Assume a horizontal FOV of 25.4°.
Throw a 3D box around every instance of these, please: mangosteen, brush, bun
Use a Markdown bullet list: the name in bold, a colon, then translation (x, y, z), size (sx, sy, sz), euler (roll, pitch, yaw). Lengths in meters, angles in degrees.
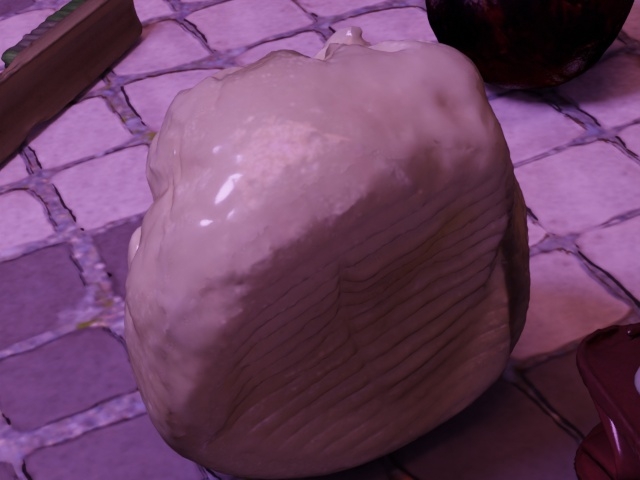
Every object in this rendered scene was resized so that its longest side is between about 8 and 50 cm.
- **mangosteen**: translation (0.148, -0.169, 0.949), size (0.152, 0.152, 0.152), euler (-5, 36, 3)
- **brush**: translation (-0.214, -0.103, 0.985), size (0.048, 0.054, 0.282), euler (3, 36, 28)
- **bun**: translation (0.000, 0.000, 0.661), size (0.229, 0.229, 0.145), euler (-23, 51, -21)

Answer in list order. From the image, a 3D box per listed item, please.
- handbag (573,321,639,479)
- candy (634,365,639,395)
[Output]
- **handbag**: translation (0.269, 0.111, 0.587), size (0.260, 0.084, 0.275), euler (-14, 37, -14)
- **candy**: translation (0.298, 0.055, 0.471), size (0.358, 0.145, 0.208), euler (-5, 37, -7)
